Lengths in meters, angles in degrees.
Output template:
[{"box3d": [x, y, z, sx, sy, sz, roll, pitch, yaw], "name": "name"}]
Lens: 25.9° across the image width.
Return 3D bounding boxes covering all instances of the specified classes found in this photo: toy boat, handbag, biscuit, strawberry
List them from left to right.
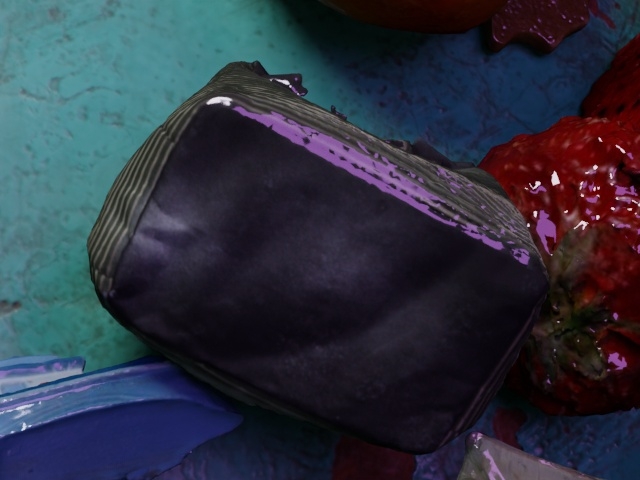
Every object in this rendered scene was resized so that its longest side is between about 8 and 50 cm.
[{"box3d": [-0.170, 0.131, 1.110, 0.238, 0.109, 0.098, -7, 38, -29], "name": "toy boat"}, {"box3d": [0.000, 0.000, 1.119, 0.341, 0.247, 0.240, 25, 22, -10], "name": "handbag"}, {"box3d": [0.214, -0.284, 1.479, 0.182, 0.034, 0.215, 31, 63, -11], "name": "biscuit"}, {"box3d": [0.248, 0.011, 1.277, 0.274, 0.274, 0.220, 54, 35, 1], "name": "strawberry"}]

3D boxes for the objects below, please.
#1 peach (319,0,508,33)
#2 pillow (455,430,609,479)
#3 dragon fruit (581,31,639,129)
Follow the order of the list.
[{"box3d": [0.065, -0.363, 1.287, 0.373, 0.290, 0.372, 9, 65, -20], "name": "peach"}, {"box3d": [0.142, 0.313, 1.131, 0.185, 0.075, 0.302, 20, 102, -16], "name": "pillow"}, {"box3d": [0.446, -0.108, 1.365, 0.286, 0.329, 0.228, 41, 53, -5], "name": "dragon fruit"}]
